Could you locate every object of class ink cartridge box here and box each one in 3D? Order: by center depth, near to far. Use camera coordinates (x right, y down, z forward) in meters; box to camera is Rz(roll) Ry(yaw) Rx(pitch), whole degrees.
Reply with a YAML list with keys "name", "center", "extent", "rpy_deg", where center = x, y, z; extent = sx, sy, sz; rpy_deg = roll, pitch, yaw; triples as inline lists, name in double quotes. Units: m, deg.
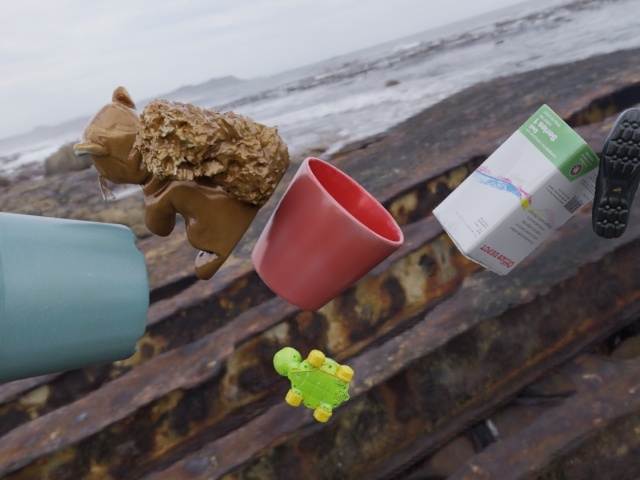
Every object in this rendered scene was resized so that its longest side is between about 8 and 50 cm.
- name: "ink cartridge box"
  center: [0.372, -0.082, 1.327]
  extent: [0.278, 0.117, 0.201]
  rpy_deg: [-45, -35, 17]

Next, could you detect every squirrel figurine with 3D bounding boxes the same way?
- name: "squirrel figurine"
  center: [-0.273, -0.165, 1.405]
  extent: [0.397, 0.370, 0.281]
  rpy_deg: [-40, 19, 58]

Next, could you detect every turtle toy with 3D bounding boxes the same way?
- name: "turtle toy"
  center: [-0.013, 0.209, 1.104]
  extent: [0.130, 0.095, 0.066]
  rpy_deg: [29, 8, 0]

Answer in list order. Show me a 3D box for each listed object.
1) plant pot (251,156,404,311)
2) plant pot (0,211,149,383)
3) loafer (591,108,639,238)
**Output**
- name: "plant pot"
  center: [0.000, 0.000, 1.536]
  extent: [0.243, 0.275, 0.275]
  rpy_deg: [-50, 4, 18]
- name: "plant pot"
  center: [-0.500, 0.095, 1.248]
  extent: [0.334, 0.341, 0.341]
  rpy_deg: [-1, 2, -37]
- name: "loafer"
  center: [0.503, -0.114, 1.220]
  extent: [0.076, 0.223, 0.078]
  rpy_deg: [10, 21, 11]
